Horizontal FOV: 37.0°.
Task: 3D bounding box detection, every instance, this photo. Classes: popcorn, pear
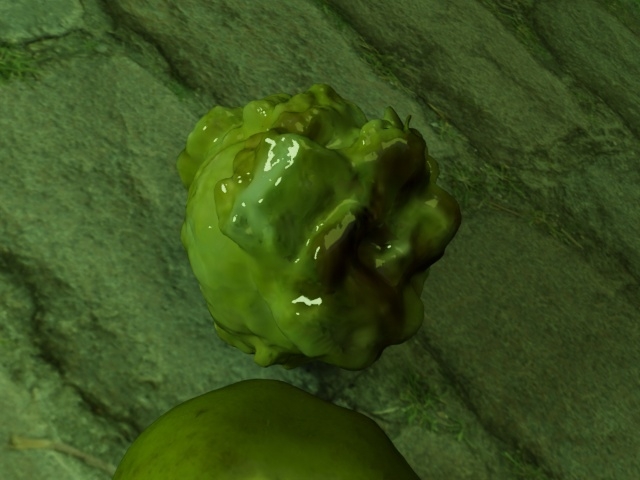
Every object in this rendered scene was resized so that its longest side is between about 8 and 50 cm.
[{"bbox_3d":[-0.003,-0.010,1.003,0.312,0.312,0.312,17,45,-17],"label":"popcorn"},{"bbox_3d":[-0.051,0.284,0.741,0.287,0.287,0.375,27,57,-7],"label":"pear"}]
